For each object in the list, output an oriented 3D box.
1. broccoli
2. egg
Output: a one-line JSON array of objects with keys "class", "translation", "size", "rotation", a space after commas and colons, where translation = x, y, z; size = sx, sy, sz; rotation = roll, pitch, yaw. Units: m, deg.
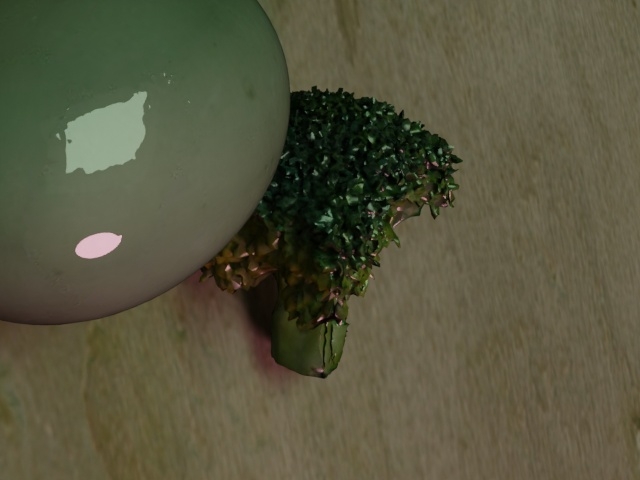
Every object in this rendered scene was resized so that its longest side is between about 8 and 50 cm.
[{"class": "broccoli", "translation": [0.000, 0.000, 1.272], "size": [0.194, 0.194, 0.220], "rotation": [58, 6, -18]}, {"class": "egg", "translation": [-0.130, -0.063, 1.096], "size": [0.282, 0.203, 0.203], "rotation": [-40, 109, -52]}]
